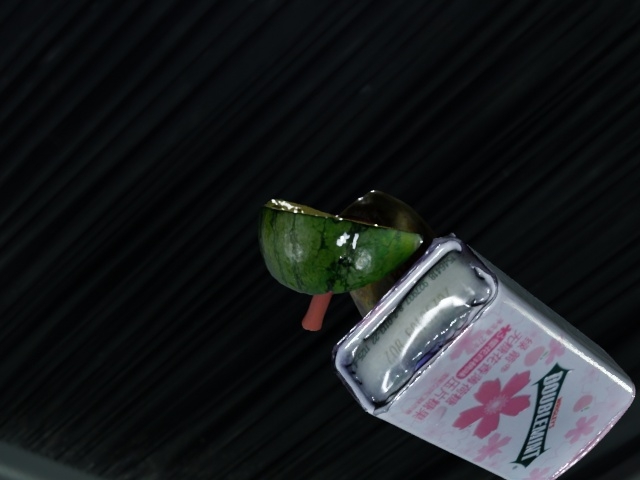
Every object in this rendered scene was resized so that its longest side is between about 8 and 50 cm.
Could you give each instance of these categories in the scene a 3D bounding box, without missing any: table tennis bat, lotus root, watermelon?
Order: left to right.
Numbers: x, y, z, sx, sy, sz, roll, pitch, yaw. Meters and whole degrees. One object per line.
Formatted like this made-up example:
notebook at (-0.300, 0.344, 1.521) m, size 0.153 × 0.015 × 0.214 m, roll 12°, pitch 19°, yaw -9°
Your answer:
watermelon at (-0.004, 0.010, 1.110) m, size 0.181 × 0.075 × 0.092 m, roll 14°, pitch 8°, yaw 41°
table tennis bat at (0.011, 0.034, 1.289) m, size 0.098 × 0.154 × 0.019 m, roll 5°, pitch 37°, yaw -20°
lotus root at (0.102, 0.050, 1.452) m, size 0.124 × 0.123 × 0.241 m, roll -21°, pitch 73°, yaw -46°

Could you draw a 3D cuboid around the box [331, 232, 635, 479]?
box at (0.185, 0.144, 1.300) m, size 0.370 × 0.190 × 0.112 m, roll 31°, pitch 14°, yaw -49°
